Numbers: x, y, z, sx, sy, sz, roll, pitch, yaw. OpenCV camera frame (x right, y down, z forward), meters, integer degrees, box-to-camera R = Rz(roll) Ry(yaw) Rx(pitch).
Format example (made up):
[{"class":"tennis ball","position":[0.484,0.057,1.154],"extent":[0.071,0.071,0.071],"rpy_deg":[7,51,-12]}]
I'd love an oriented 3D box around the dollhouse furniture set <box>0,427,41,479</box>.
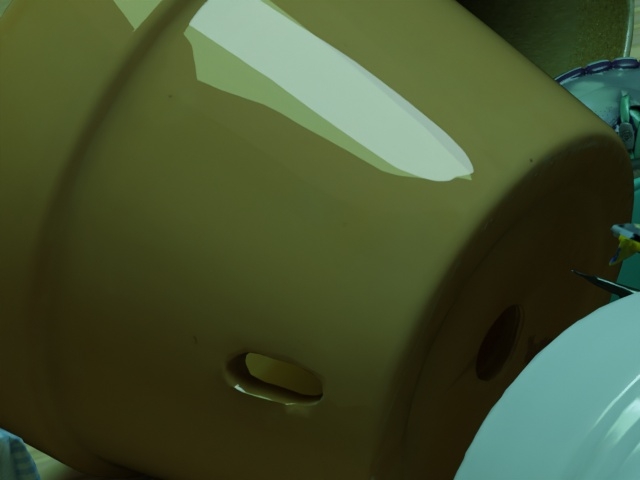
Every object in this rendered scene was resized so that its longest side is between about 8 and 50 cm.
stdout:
[{"class":"dollhouse furniture set","position":[-0.047,0.110,0.477],"extent":[0.198,0.303,0.286],"rpy_deg":[-27,31,-38]}]

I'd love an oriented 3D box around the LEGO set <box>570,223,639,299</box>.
[{"class":"LEGO set","position":[0.280,0.060,0.720],"extent":[0.331,0.192,0.255],"rpy_deg":[28,4,27]}]

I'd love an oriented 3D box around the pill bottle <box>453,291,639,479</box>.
[{"class":"pill bottle","position":[0.203,0.140,0.460],"extent":[0.210,0.210,0.363],"rpy_deg":[-20,26,-29]}]

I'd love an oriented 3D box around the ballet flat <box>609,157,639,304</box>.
[{"class":"ballet flat","position":[0.194,-0.006,0.975],"extent":[0.280,0.095,0.096],"rpy_deg":[-12,12,-39]}]

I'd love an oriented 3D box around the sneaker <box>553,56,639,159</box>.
[{"class":"sneaker","position":[0.227,-0.077,1.098],"extent":[0.223,0.083,0.098],"rpy_deg":[-9,3,-7]}]

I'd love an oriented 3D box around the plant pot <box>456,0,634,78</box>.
[{"class":"plant pot","position":[0.044,-0.164,1.237],"extent":[0.254,0.237,0.237],"rpy_deg":[-5,18,42]}]

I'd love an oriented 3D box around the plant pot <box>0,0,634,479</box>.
[{"class":"plant pot","position":[0.000,0.000,0.789],"extent":[0.203,0.291,0.291],"rpy_deg":[28,38,28]}]
